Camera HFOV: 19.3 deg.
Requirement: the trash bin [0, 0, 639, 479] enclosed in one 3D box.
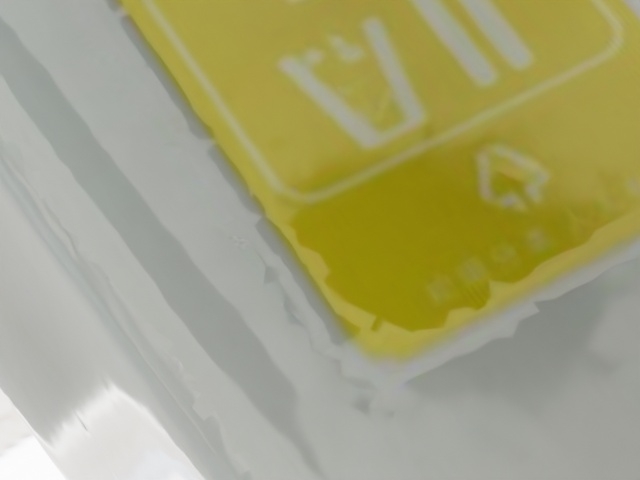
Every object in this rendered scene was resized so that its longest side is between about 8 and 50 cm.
[{"bbox_3d":[0.000,0.000,0.577,0.255,0.296,0.368,-27,-120,-19],"label":"trash bin"}]
